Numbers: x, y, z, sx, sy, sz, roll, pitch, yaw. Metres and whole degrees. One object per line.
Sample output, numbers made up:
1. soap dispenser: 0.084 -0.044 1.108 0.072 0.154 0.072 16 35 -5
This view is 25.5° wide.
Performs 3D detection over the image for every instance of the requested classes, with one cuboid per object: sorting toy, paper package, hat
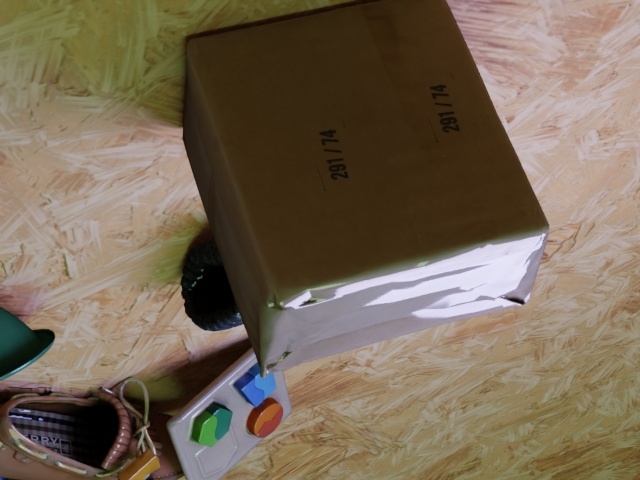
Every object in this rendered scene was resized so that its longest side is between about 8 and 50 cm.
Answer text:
1. sorting toy: -0.158 0.295 2.079 0.307 0.041 0.229 -41 147 -25
2. paper package: 0.037 -0.064 1.460 0.310 0.324 0.168 -13 151 -15
3. hat: -0.433 0.074 1.691 0.173 0.183 0.208 -18 -166 6

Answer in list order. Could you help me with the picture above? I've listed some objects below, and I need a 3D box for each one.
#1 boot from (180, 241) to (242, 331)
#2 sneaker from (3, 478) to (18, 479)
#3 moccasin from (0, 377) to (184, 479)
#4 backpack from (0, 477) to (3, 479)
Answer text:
1. boot: 0.001 0.004 1.761 0.260 0.131 0.348 0 146 -35
2. sneaker: -0.390 0.337 2.138 0.217 0.079 0.121 17 137 -39
3. moccasin: -0.315 0.278 2.033 0.380 0.139 0.147 19 141 -39
4. backpack: -0.499 0.351 2.027 0.098 0.120 0.101 -15 151 -15
